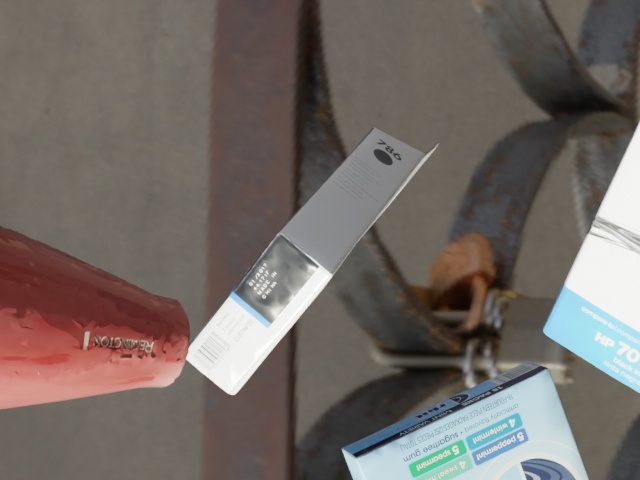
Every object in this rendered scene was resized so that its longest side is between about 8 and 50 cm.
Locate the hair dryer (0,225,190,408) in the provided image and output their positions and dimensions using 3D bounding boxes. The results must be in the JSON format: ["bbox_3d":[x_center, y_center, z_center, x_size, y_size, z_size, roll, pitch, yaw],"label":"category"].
[{"bbox_3d":[-0.140,-0.040,0.501,0.223,0.293,0.080,-42,32,-15],"label":"hair dryer"}]

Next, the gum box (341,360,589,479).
[{"bbox_3d":[0.121,0.203,1.040,0.157,0.041,0.184,-24,99,-13],"label":"gum box"}]

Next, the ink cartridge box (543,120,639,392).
[{"bbox_3d":[0.223,-0.023,0.856,0.082,0.140,0.190,34,134,18],"label":"ink cartridge box"}]

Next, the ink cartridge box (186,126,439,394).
[{"bbox_3d":[0.000,0.000,1.330,0.065,0.332,0.165,39,120,2],"label":"ink cartridge box"}]
